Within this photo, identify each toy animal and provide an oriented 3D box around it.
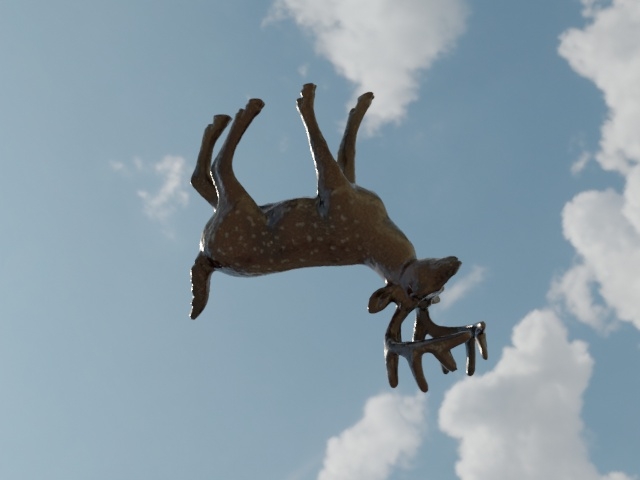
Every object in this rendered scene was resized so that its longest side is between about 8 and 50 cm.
[{"bbox_3d":[0.008,0.002,0.733,0.087,0.244,0.260,16,-114,-66],"label":"toy animal"}]
